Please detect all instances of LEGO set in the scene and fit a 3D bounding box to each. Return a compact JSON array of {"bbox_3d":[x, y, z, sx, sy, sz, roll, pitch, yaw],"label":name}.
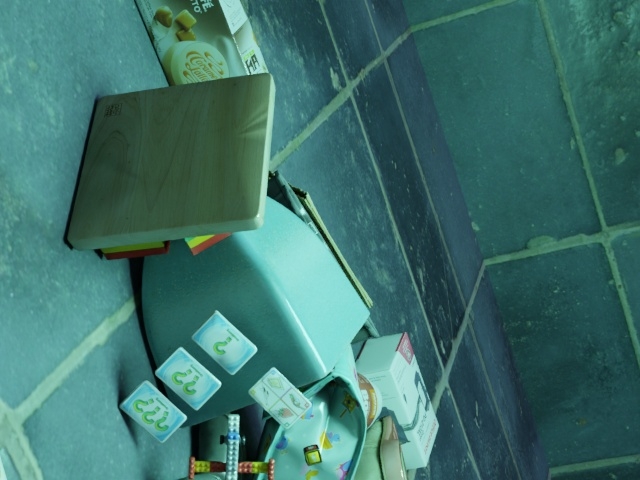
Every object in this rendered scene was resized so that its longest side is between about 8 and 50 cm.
[{"bbox_3d":[-0.113,0.240,1.420,0.244,0.182,0.060,46,1,-11],"label":"LEGO set"}]

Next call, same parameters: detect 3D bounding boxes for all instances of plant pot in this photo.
[{"bbox_3d":[-0.114,0.078,1.569,0.252,0.247,0.248,64,22,-9],"label":"plant pot"}]

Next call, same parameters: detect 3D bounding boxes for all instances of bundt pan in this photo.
[{"bbox_3d":[-0.036,0.053,1.825,0.330,0.124,0.331,58,2,-3],"label":"bundt pan"}]

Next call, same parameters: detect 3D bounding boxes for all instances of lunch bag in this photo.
[{"bbox_3d":[-0.012,0.275,1.629,0.223,0.160,0.262,-85,-170,-77],"label":"lunch bag"}]

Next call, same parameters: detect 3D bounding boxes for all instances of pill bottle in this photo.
[{"bbox_3d":[0.034,0.294,1.964,0.216,0.121,0.121,14,64,-67],"label":"pill bottle"}]

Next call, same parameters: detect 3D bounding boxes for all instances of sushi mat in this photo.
[{"bbox_3d":[0.000,0.000,2.085,0.151,0.019,0.316,34,-19,48],"label":"sushi mat"}]

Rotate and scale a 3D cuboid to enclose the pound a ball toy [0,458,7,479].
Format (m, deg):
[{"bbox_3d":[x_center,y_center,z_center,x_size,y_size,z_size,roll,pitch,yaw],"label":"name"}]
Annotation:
[{"bbox_3d":[-0.345,0.191,1.031,0.208,0.136,0.319,-21,98,-69],"label":"pound a ball toy"}]

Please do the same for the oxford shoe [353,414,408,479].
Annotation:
[{"bbox_3d":[0.080,0.410,2.007,0.397,0.147,0.140,64,13,-86],"label":"oxford shoe"}]

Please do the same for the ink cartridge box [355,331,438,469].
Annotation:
[{"bbox_3d":[0.157,0.340,2.282,0.172,0.100,0.237,-55,128,-63],"label":"ink cartridge box"}]

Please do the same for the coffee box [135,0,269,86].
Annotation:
[{"bbox_3d":[-0.190,-0.335,1.754,0.098,0.141,0.246,-58,132,-62],"label":"coffee box"}]

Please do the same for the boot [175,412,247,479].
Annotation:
[{"bbox_3d":[-0.176,0.330,1.492,0.208,0.076,0.189,6,70,-61],"label":"boot"}]

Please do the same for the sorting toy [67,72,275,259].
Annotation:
[{"bbox_3d":[-0.184,-0.089,1.467,0.089,0.256,0.257,69,19,-50],"label":"sorting toy"}]
